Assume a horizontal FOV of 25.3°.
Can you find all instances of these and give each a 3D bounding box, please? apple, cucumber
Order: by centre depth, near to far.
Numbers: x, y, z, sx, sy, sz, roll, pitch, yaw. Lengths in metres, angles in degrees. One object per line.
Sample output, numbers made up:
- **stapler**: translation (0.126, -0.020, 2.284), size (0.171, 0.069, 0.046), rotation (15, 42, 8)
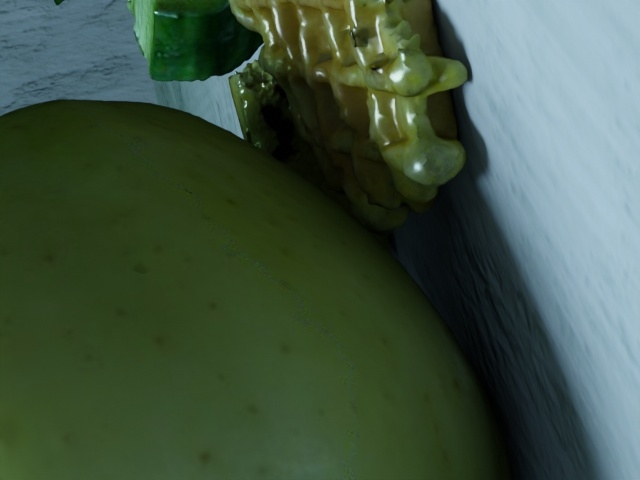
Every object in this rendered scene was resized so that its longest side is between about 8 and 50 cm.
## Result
- **apple**: translation (-0.126, 0.143, 0.834), size (0.473, 0.474, 0.473), rotation (165, 90, -82)
- **cucumber**: translation (-0.113, -0.231, 1.150), size (0.130, 0.191, 0.191), rotation (89, 164, -65)

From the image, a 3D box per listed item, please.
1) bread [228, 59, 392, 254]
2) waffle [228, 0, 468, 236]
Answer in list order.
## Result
- **bread**: translation (-0.012, -0.080, 0.997), size (0.049, 0.088, 0.226), rotation (-126, 22, -73)
- **waffle**: translation (0.005, -0.153, 0.810), size (0.281, 0.058, 0.300), rotation (126, 124, -72)
